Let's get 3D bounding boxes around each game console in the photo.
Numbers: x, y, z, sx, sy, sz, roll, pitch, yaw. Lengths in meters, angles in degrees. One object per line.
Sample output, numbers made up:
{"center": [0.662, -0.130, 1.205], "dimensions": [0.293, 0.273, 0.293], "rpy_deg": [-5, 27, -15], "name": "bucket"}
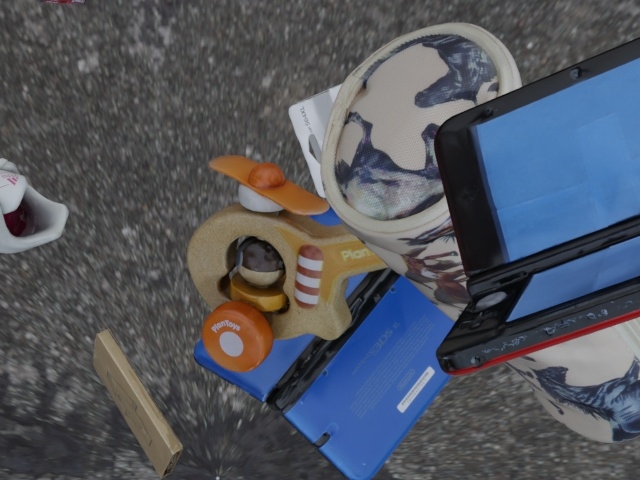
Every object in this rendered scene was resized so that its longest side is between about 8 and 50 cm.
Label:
{"center": [0.028, 0.132, 1.753], "dimensions": [0.250, 0.173, 0.293], "rpy_deg": [47, 71, -17], "name": "game console"}
{"center": [0.108, -0.022, 0.517], "dimensions": [0.144, 0.124, 0.085], "rpy_deg": [-22, 97, 24], "name": "game console"}

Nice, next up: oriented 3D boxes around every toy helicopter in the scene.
{"center": [0.000, 0.000, 1.480], "dimensions": [0.355, 0.140, 0.235], "rpy_deg": [-12, 106, 30], "name": "toy helicopter"}

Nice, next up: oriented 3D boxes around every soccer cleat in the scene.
{"center": [-0.439, -0.084, 1.568], "dimensions": [0.143, 0.331, 0.116], "rpy_deg": [-4, 65, 34], "name": "soccer cleat"}

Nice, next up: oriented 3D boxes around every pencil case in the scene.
{"center": [0.159, 0.009, 0.990], "dimensions": [0.183, 0.410, 0.160], "rpy_deg": [12, 69, 42], "name": "pencil case"}

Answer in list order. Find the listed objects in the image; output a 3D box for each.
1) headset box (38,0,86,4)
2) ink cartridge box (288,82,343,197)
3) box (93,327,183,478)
{"center": [-0.304, -0.317, 1.566], "dimensions": [0.062, 0.083, 0.032], "rpy_deg": [-4, 48, -36], "name": "headset box"}
{"center": [0.054, -0.099, 1.130], "dimensions": [0.143, 0.090, 0.092], "rpy_deg": [-23, 95, -19], "name": "ink cartridge box"}
{"center": [-0.263, 0.235, 1.869], "dimensions": [0.021, 0.164, 0.201], "rpy_deg": [-30, 77, -22], "name": "box"}
